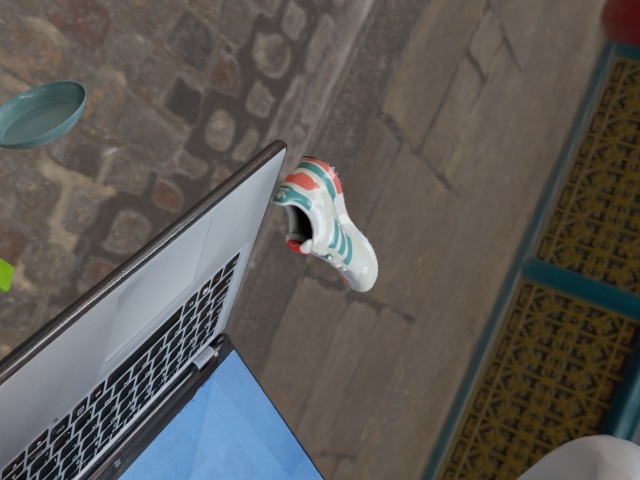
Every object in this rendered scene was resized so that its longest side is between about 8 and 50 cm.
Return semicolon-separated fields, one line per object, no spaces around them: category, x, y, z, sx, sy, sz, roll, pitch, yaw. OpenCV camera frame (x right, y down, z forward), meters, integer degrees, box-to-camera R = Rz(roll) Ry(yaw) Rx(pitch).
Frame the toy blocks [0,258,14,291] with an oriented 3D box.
toy blocks;-0.714;-0.014;1.375;0.381;0.260;0.191;45;34;-44

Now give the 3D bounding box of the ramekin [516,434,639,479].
ramekin;0.110;0.221;0.390;0.277;0.135;0.277;-52;173;-10

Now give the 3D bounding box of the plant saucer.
plant saucer;-0.307;-0.133;0.957;0.119;0.119;0.021;-51;138;-33

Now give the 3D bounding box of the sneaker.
sneaker;0.000;0.000;0.864;0.075;0.057;0.161;-46;127;-30

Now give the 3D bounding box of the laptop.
laptop;-0.088;0.201;0.724;0.382;0.236;0.408;-47;165;-49
